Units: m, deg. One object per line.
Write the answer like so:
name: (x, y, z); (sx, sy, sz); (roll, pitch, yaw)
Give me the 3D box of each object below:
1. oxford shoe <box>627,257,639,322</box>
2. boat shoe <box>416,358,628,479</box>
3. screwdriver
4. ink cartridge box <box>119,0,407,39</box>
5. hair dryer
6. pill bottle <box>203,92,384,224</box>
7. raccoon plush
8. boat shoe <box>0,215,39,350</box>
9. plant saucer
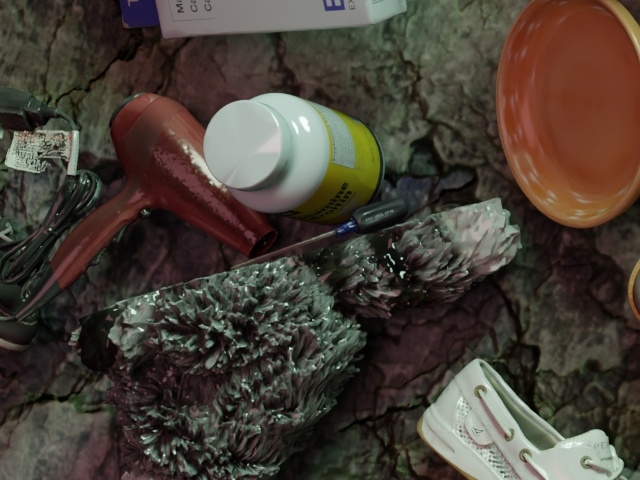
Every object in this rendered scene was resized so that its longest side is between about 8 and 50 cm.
oxford shoe: (0.395, 0.079, 1.529); (0.363, 0.133, 0.130); (20, 95, 26)
boat shoe: (0.203, 0.196, 1.631); (0.277, 0.098, 0.096); (38, 103, 25)
screwdriver: (0.000, 0.000, 1.736); (0.024, 0.170, 0.025); (40, 150, 56)
ink cartridge box: (-0.098, -0.341, 1.747); (0.330, 0.071, 0.324); (0, 108, 35)
hair dryer: (-0.179, -0.027, 1.830); (0.293, 0.080, 0.223); (3, 81, 14)
pill bottle: (-0.025, -0.071, 1.716); (0.103, 0.184, 0.103); (-3, 84, 26)
raccoon plush: (-0.021, 0.166, 1.695); (0.446, 0.216, 0.299); (-18, 86, 23)
boat shoe: (-0.363, -0.039, 1.919); (0.095, 0.112, 0.335); (-50, 64, 19)
plant saucer: (0.217, -0.110, 1.641); (0.200, 0.037, 0.200); (19, 113, 56)
